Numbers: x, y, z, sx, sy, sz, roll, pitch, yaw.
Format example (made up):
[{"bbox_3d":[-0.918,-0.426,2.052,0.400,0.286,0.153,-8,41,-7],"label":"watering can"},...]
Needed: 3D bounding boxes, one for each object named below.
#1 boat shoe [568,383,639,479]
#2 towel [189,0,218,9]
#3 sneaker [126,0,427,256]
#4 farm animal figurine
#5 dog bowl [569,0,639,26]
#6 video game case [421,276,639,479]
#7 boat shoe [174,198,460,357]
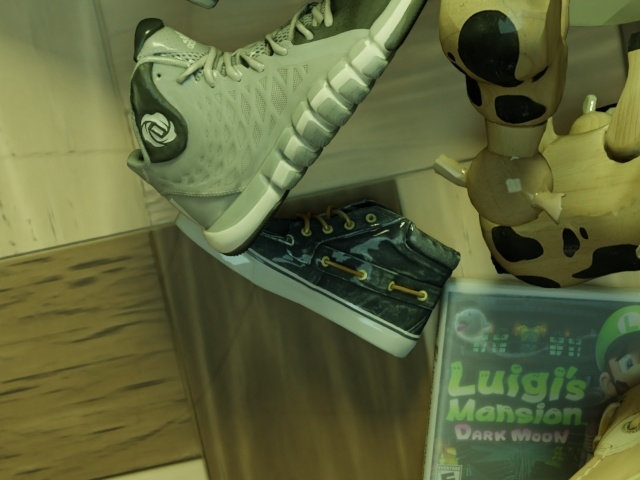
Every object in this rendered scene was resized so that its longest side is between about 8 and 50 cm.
[{"bbox_3d":[0.238,0.153,0.956,0.341,0.110,0.121,-29,122,-14],"label":"boat shoe"},{"bbox_3d":[-0.100,-0.288,0.798,0.235,0.121,0.283,28,139,-9],"label":"towel"},{"bbox_3d":[-0.039,-0.108,0.848,0.132,0.086,0.228,36,110,-4],"label":"sneaker"},{"bbox_3d":[0.180,-0.040,0.821,0.330,0.327,0.172,21,73,-13],"label":"farm animal figurine"},{"bbox_3d":[0.158,-0.254,0.825,0.265,0.104,0.265,1,137,1],"label":"dog bowl"},{"bbox_3d":[0.170,0.116,1.014,0.190,0.022,0.173,4,102,-6],"label":"video game case"},{"bbox_3d":[0.000,0.000,0.957,0.183,0.065,0.083,28,96,-16],"label":"boat shoe"}]
